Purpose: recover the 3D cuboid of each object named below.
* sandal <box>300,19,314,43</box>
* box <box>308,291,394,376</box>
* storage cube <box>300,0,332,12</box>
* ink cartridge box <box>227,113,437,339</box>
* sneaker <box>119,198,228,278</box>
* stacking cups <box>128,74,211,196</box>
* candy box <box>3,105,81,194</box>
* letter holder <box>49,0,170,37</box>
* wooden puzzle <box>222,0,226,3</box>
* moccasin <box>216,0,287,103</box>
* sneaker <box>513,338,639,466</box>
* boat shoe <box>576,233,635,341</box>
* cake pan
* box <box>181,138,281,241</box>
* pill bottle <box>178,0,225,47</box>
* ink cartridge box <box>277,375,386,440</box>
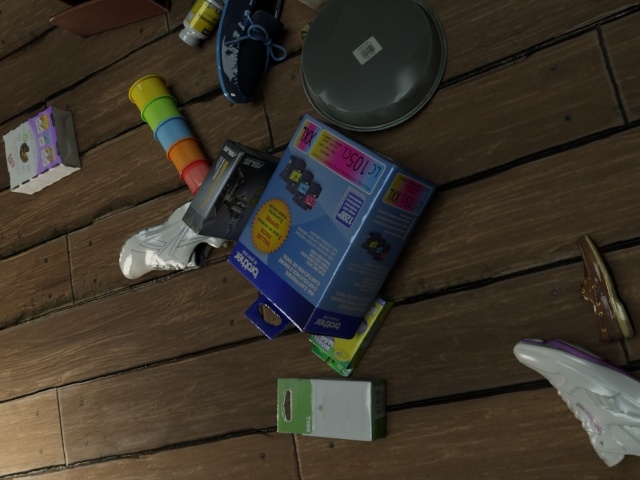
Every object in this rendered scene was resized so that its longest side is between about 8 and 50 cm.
[{"bbox_3d":[0.015,-0.370,1.477,0.072,0.049,0.180,-30,68,13],"label":"sandal"},{"bbox_3d":[0.052,0.166,1.403,0.105,0.043,0.179,35,104,30],"label":"box"},{"bbox_3d":[-0.009,-0.598,1.424,0.184,0.215,0.193,-28,77,25],"label":"storage cube"},{"bbox_3d":[0.000,0.000,1.360,0.270,0.151,0.395,37,105,42],"label":"ink cartridge box"},{"bbox_3d":[-0.331,0.019,1.611,0.297,0.111,0.129,-31,76,25],"label":"sneaker"},{"bbox_3d":[-0.320,-0.235,1.643,0.096,0.096,0.316,-43,69,20],"label":"stacking cups"},{"bbox_3d":[-0.727,-0.232,1.888,0.196,0.070,0.164,-21,75,27],"label":"candy box"},{"bbox_3d":[-0.544,-0.623,1.736,0.302,0.214,0.151,-5,82,30],"label":"letter holder"},{"bbox_3d":[-0.209,-0.565,1.654,0.049,0.006,0.083,-50,64,17],"label":"wooden puzzle"},{"bbox_3d":[-0.138,-0.461,1.527,0.117,0.138,0.341,4,88,26],"label":"moccasin"},{"bbox_3d":[0.429,0.258,1.128,0.305,0.114,0.152,28,98,30],"label":"sneaker"},{"bbox_3d":[0.446,0.078,1.167,0.060,0.064,0.177,-23,76,25],"label":"boat shoe"},{"bbox_3d":[0.092,-0.357,1.393,0.293,0.054,0.293,-2,82,18],"label":"cake pan"},{"bbox_3d":[-0.140,-0.086,1.432,0.056,0.231,0.183,38,104,31],"label":"box"},{"bbox_3d":[-0.271,-0.500,1.650,0.116,0.065,0.065,-50,63,17],"label":"pill bottle"},{"bbox_3d":[0.020,0.319,1.393,0.209,0.062,0.108,-4,83,30],"label":"ink cartridge box"}]
